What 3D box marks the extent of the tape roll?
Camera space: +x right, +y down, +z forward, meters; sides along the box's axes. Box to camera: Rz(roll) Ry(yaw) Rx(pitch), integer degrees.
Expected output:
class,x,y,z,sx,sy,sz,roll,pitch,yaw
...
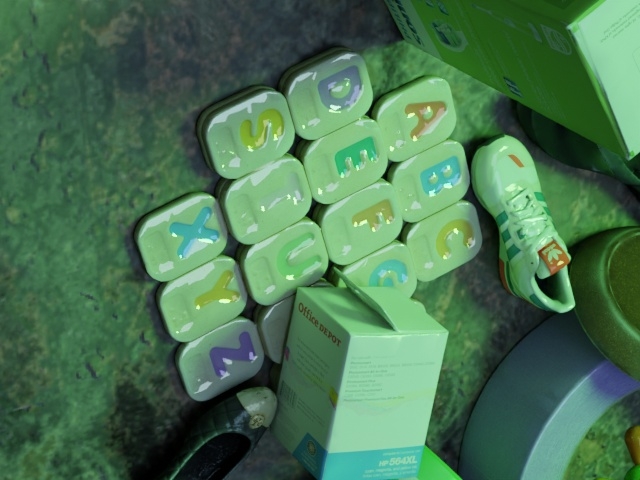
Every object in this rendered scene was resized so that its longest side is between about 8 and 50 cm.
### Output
class,x,y,z,sx,sy,sz,roll,pitch,yaw
tape roll,0.257,0.187,1.667,0.275,0.090,0.275,-13,118,-26

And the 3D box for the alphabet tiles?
class,x,y,z,sx,sy,sz,roll,pitch,yaw
alphabet tiles,0.000,0.000,1.467,0.278,0.021,0.284,-27,122,-19

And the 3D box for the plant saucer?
class,x,y,z,sx,sy,sz,roll,pitch,yaw
plant saucer,0.287,0.051,1.582,0.168,0.168,0.029,-8,148,-29

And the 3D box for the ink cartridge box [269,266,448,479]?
class,x,y,z,sx,sy,sz,roll,pitch,yaw
ink cartridge box,0.030,0.100,1.459,0.090,0.092,0.143,0,112,-30

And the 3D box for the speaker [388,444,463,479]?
class,x,y,z,sx,sy,sz,roll,pitch,yaw
speaker,0.000,0.292,1.530,0.296,0.131,0.131,-46,127,-6

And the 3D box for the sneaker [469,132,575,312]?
class,x,y,z,sx,sy,sz,roll,pitch,yaw
sneaker,0.171,-0.011,1.532,0.057,0.075,0.161,-29,123,-18

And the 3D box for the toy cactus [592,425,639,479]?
class,x,y,z,sx,sy,sz,roll,pitch,yaw
toy cactus,0.333,0.222,1.571,0.219,0.180,0.112,15,82,-40

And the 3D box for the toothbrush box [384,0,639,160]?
class,x,y,z,sx,sy,sz,roll,pitch,yaw
toothbrush box,0.184,-0.202,1.325,0.206,0.283,0.122,-39,127,-11

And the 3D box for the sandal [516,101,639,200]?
class,x,y,z,sx,sy,sz,roll,pitch,yaw
sandal,0.263,-0.081,1.571,0.254,0.054,0.097,27,95,-37

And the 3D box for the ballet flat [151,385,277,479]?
class,x,y,z,sx,sy,sz,roll,pitch,yaw
ballet flat,-0.092,0.182,1.469,0.173,0.049,0.057,-47,128,0
